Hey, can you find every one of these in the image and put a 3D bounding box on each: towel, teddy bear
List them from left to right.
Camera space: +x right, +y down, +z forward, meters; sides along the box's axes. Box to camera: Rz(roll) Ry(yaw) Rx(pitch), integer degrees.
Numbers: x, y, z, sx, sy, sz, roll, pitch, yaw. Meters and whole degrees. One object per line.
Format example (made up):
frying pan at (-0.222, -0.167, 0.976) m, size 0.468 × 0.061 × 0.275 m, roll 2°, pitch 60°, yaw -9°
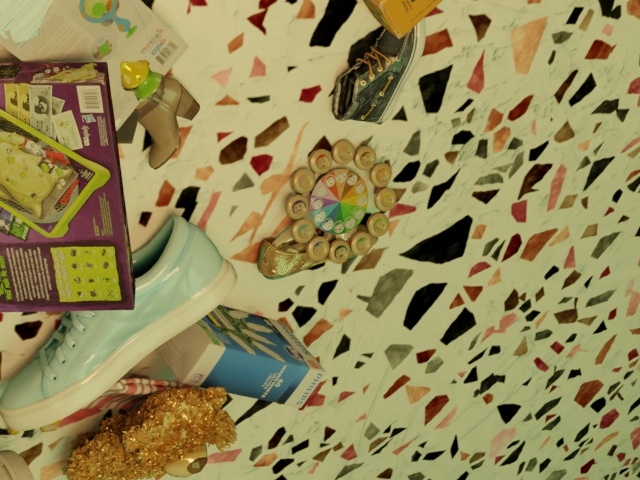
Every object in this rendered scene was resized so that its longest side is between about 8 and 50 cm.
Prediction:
towel at (-0.259, 0.222, 1.660) m, size 0.144 × 0.029 × 0.197 m, roll -17°, pitch 160°, yaw 37°
teddy bear at (-0.245, 0.303, 1.686) m, size 0.338 × 0.113 × 0.245 m, roll -24°, pitch 158°, yaw 38°

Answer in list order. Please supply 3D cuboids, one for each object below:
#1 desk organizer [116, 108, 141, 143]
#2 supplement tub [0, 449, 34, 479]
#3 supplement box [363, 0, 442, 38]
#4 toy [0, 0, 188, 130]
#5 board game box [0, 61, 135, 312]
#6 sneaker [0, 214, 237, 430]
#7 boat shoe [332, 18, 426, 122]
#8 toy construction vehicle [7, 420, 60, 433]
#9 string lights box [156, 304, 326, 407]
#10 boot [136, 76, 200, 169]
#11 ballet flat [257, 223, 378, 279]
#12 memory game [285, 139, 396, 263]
desk organizer at (-0.286, -0.147, 1.391) m, size 0.130 × 0.050 × 0.047 m, roll -4°, pitch 127°, yaw -38°
supplement tub at (-0.543, 0.390, 1.521) m, size 0.316 × 0.228 × 0.228 m, roll -3°, pitch 127°, yaw -39°
supplement box at (0.157, -0.377, 1.535) m, size 0.233 × 0.080 × 0.078 m, roll -43°, pitch 140°, yaw -2°
toy at (-0.272, -0.240, 1.310) m, size 0.137 × 0.056 × 0.237 m, roll -49°, pitch 132°, yaw 1°
board game box at (-0.334, -0.052, 1.369) m, size 0.208 × 0.056 × 0.347 m, roll -3°, pitch 132°, yaw -6°
sneaker at (-0.297, 0.097, 1.565) m, size 0.366 × 0.135 × 0.150 m, roll -38°, pitch 115°, yaw -9°
boat shoe at (0.079, -0.239, 1.602) m, size 0.083 × 0.065 × 0.183 m, roll -7°, pitch 130°, yaw -38°
toy construction vehicle at (-0.396, 0.227, 1.655) m, size 0.086 × 0.035 × 0.098 m, roll -8°, pitch 126°, yaw -42°
string lights box at (-0.126, 0.165, 1.741) m, size 0.260 × 0.133 × 0.077 m, roll 20°, pitch 109°, yaw -48°
boot at (-0.208, -0.151, 1.466) m, size 0.087 × 0.042 × 0.118 m, roll 23°, pitch 107°, yaw -42°
ballet flat at (0.000, 0.000, 1.752) m, size 0.206 × 0.073 × 0.067 m, roll -21°, pitch 128°, yaw -28°
memory game at (0.032, -0.055, 1.715) m, size 0.186 × 0.012 × 0.186 m, roll -7°, pitch 106°, yaw -27°
